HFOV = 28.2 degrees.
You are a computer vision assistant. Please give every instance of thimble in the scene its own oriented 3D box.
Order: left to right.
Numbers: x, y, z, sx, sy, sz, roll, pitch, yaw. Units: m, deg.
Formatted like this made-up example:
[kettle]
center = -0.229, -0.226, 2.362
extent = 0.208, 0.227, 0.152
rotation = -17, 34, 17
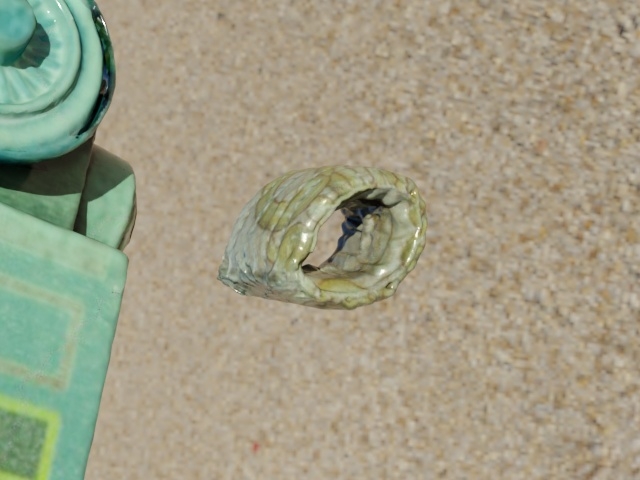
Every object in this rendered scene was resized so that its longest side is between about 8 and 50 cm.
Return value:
[thimble]
center = 0.000, 0.000, 1.271
extent = 0.143, 0.190, 0.137
rotation = 8, 119, 58

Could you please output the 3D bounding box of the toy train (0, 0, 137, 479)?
[toy train]
center = -0.184, -0.015, 0.307
extent = 0.120, 0.298, 0.194
rotation = -26, 48, 48
